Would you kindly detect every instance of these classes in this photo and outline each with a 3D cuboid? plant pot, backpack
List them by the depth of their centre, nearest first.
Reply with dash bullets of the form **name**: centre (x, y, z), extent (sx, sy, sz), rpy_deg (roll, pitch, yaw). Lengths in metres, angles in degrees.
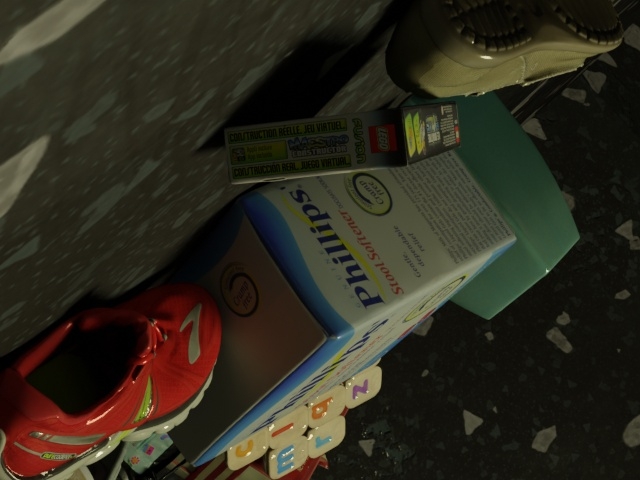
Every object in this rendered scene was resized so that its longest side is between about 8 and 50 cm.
- **plant pot**: centre (0.161, -0.043, 1.297), extent (0.165, 0.234, 0.166), rpy_deg (-45, 173, 38)
- **backpack**: centre (-0.206, 0.232, 1.566), extent (0.182, 0.115, 0.152), rpy_deg (-45, -170, 12)

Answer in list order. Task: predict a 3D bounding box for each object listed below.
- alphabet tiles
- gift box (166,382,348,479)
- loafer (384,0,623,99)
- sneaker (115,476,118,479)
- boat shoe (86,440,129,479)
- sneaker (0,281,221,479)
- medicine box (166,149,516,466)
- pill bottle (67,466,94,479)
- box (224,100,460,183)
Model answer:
- **alphabet tiles**: centre (-0.022, 0.196, 1.607), extent (0.278, 0.021, 0.284), rpy_deg (-24, 130, -33)
- **gift box**: centre (-0.101, 0.299, 1.819), extent (0.255, 0.276, 0.258), rpy_deg (-52, -178, -31)
- **loafer**: centre (0.137, -0.164, 0.873), extent (0.092, 0.102, 0.268), rpy_deg (-27, 172, 40)
- **sneaker**: centre (-0.351, 0.337, 1.552), extent (0.130, 0.087, 0.227), rpy_deg (-46, 177, 29)
- **boat shoe**: centre (-0.313, 0.300, 1.370), extent (0.103, 0.118, 0.320), rpy_deg (-49, 177, 16)
- **sneaker**: centre (-0.146, 0.092, 0.866), extent (0.118, 0.107, 0.279), rpy_deg (-53, 171, 33)
- **medicine box**: centre (-0.005, 0.050, 1.111), extent (0.289, 0.149, 0.263), rpy_deg (-25, 164, -45)
- **pill bottle**: centre (-0.318, 0.286, 1.150), extent (0.112, 0.112, 0.187), rpy_deg (-45, 175, 35)
- **box**: centre (0.023, -0.069, 0.790), extent (0.114, 0.036, 0.207), rpy_deg (-5, -174, 16)
